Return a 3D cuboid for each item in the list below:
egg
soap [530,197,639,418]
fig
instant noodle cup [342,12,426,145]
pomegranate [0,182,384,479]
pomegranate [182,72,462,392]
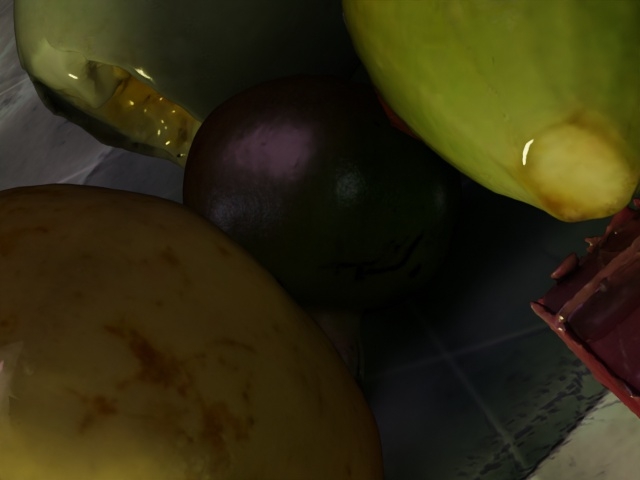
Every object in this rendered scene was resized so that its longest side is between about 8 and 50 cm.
[{"bbox_3d":[-0.077,-0.225,1.192,0.278,0.278,0.336,1,60,52],"label":"egg"},{"bbox_3d":[0.239,-0.002,0.714,0.250,0.099,0.162,-44,30,3],"label":"soap"},{"bbox_3d":[0.120,-0.121,0.739,0.207,0.207,0.230,-43,49,4],"label":"fig"},{"bbox_3d":[0.134,-0.191,0.941,0.264,0.264,0.200,-38,22,12],"label":"instant noodle cup"},{"bbox_3d":[-0.138,0.148,0.769,0.342,0.342,0.342,-31,33,23],"label":"pomegranate"},{"bbox_3d":[0.000,0.000,0.965,0.180,0.180,0.209,-9,82,46],"label":"pomegranate"}]
